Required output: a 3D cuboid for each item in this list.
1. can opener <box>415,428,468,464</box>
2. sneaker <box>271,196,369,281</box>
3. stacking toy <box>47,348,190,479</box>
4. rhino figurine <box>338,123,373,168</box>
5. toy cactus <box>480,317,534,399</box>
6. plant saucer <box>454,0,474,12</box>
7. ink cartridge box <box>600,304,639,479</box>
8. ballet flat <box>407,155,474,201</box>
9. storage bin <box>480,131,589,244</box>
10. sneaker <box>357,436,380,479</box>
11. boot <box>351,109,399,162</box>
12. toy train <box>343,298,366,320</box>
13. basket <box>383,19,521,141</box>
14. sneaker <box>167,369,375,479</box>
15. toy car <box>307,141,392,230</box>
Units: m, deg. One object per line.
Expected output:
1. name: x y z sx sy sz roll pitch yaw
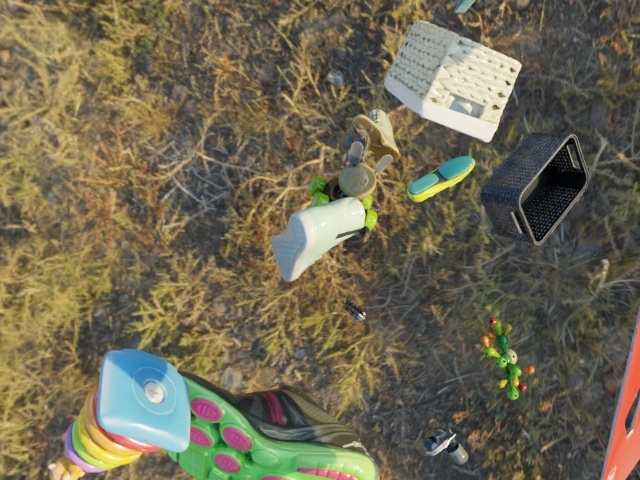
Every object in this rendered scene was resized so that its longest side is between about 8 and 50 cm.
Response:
1. can opener: 0.313 0.545 1.498 0.076 0.283 0.095 -38 73 -11
2. sneaker: 0.000 0.000 1.083 0.151 0.256 0.094 -18 78 -23
3. stacking toy: -0.379 0.345 1.013 0.302 0.175 0.165 -43 36 20
4. rhino figurine: 0.094 -0.249 1.505 0.073 0.243 0.106 3 91 -8
5. toy cactus: 0.518 0.319 1.587 0.112 0.180 0.218 -27 73 20
6. plant saucer: 0.279 -0.466 1.006 0.018 0.192 0.067 32 145 -11
7. ink cartridge box: 0.376 0.123 0.568 0.066 0.261 0.296 25 134 41
8. ballet flat: 0.382 -0.190 1.827 0.231 0.077 0.077 -28 52 1
9. storage bin: 0.381 -0.095 1.020 0.180 0.122 0.084 -46 34 -16
10. sneaker: 0.100 0.636 1.636 0.111 0.300 0.121 -42 92 -3
11. boot: 0.166 -0.358 1.809 0.077 0.213 0.165 -29 45 28
12. toy train: 0.097 0.203 1.678 0.027 0.158 0.036 40 85 -15
13. basket: 0.169 -0.215 0.756 0.113 0.167 0.103 16 114 -18
14. sneaker: -0.121 0.390 1.172 0.483 0.202 0.185 29 106 -14
15. toy car: 0.080 -0.140 1.342 0.155 0.149 0.188 17 123 -18
